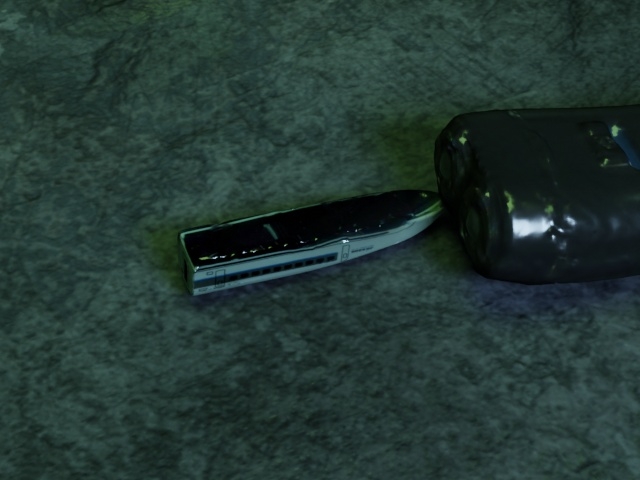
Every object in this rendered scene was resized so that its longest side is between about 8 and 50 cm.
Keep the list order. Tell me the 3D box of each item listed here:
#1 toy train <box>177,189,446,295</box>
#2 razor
[{"bbox_3d":[0.000,-0.001,1.153,0.251,0.048,0.055,-11,41,-17],"label":"toy train"},{"bbox_3d":[0.274,-0.051,1.147,0.326,0.107,0.189,-6,45,-9],"label":"razor"}]
